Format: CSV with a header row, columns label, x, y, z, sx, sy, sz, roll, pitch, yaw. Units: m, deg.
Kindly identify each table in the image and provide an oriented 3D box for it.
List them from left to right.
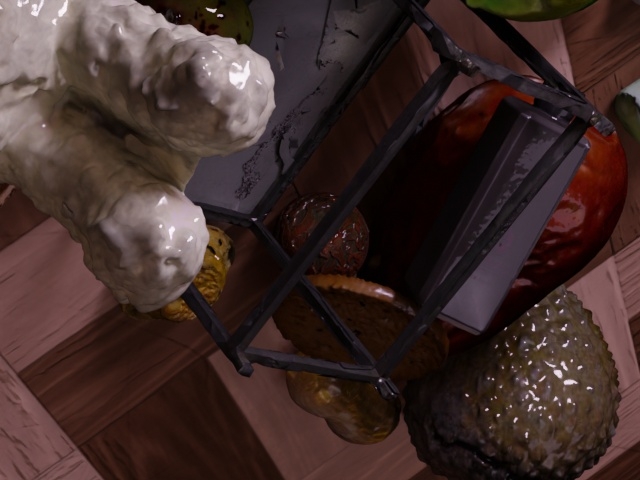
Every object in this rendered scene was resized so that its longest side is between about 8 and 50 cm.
label,x,y,z,sx,sy,sz,roll,pitch,yaw
table,0.023,-0.075,1.576,0.222,0.272,0.335,15,118,-48

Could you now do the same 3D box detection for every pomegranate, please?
label,x,y,z,sx,sy,sz,roll,pitch,yaw
pomegranate,-0.118,-0.169,1.478,0.130,0.130,0.130,-24,142,-21

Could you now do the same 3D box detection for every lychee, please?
label,x,y,z,sx,sy,sz,roll,pitch,yaw
lychee,0.222,0.175,2.049,0.255,0.255,0.274,3,96,-44

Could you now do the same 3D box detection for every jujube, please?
label,x,y,z,sx,sy,sz,roll,pitch,yaw
jujube,0.172,-0.022,1.827,0.223,0.223,0.318,8,129,-46

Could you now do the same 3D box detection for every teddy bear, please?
label,x,y,z,sx,sy,sz,roll,pitch,yaw
teddy bear,-0.294,-0.107,1.223,0.362,0.375,0.327,-5,125,-58

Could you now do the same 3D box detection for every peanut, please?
label,x,y,z,sx,sy,sz,roll,pitch,yaw
peanut,0.027,0.177,2.018,0.087,0.087,0.207,-44,143,5

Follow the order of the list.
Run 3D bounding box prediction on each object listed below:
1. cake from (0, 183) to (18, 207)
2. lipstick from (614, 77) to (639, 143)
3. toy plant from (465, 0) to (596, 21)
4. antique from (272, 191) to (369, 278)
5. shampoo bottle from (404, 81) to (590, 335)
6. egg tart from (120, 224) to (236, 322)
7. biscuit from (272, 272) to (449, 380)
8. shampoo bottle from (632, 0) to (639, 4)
label,x,y,z,sx,sy,sz,roll,pitch,yaw
cake,-0.313,-0.083,1.464,0.246,0.135,0.112,-54,168,-33
lipstick,0.469,-0.212,2.005,0.304,0.076,0.076,-33,144,-10
toy plant,0.243,-0.318,1.612,0.316,0.184,0.224,-27,126,-52
antique,0.000,0.000,1.788,0.104,0.104,0.104,-24,142,-21
shampoo bottle,0.171,-0.038,1.656,0.080,0.079,0.246,25,102,-16
egg tart,-0.139,0.039,1.746,0.130,0.052,0.130,-23,143,-18
biscuit,0.040,0.086,1.788,0.188,0.188,0.027,68,35,-54
shampoo bottle,0.422,-0.299,1.885,0.221,0.051,0.108,-7,133,-38
